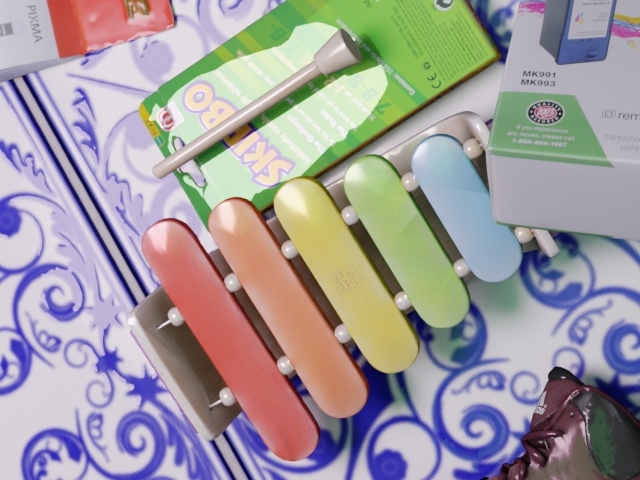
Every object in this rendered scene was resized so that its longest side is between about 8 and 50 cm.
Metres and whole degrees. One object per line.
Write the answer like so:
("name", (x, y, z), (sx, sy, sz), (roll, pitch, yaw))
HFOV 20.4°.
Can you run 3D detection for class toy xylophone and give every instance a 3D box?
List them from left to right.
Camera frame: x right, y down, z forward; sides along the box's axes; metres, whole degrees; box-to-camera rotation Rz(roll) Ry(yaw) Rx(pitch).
("toy xylophone", (0.000, 0.000, 1.291), (0.323, 0.081, 0.236), (-38, 96, 17))

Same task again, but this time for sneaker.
("sneaker", (0.132, 0.170, 1.279), (0.281, 0.106, 0.162), (2, 88, 6))

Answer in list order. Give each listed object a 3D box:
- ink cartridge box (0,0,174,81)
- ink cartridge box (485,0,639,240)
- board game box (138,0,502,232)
("ink cartridge box", (-0.249, -0.226, 1.393), (0.232, 0.066, 0.189), (-14, 88, 21))
("ink cartridge box", (0.205, -0.112, 1.185), (0.154, 0.093, 0.212), (7, 56, 15))
("board game box", (-0.005, -0.119, 1.332), (0.259, 0.039, 0.124), (-32, 84, 14))
